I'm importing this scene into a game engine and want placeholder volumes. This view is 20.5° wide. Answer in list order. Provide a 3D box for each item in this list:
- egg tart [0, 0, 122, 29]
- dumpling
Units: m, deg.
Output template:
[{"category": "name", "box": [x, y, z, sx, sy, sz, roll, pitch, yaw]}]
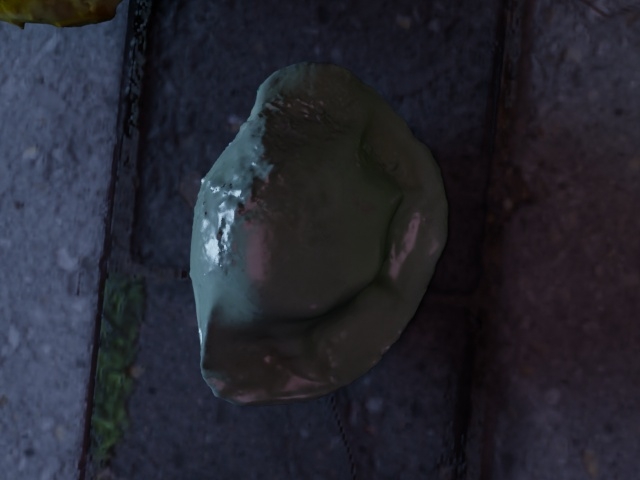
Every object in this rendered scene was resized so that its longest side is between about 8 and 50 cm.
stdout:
[{"category": "egg tart", "box": [-0.178, -0.284, 1.147, 0.315, 0.120, 0.315, -1, 88, 16]}, {"category": "dumpling", "box": [-0.009, -0.001, 1.085, 0.152, 0.108, 0.219, 11, 91, 16]}]
